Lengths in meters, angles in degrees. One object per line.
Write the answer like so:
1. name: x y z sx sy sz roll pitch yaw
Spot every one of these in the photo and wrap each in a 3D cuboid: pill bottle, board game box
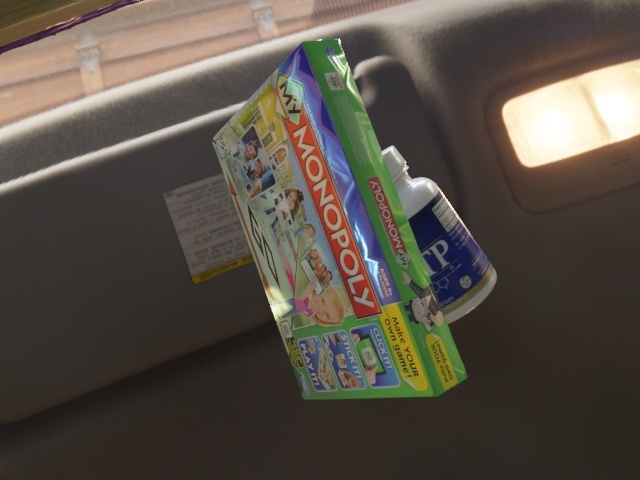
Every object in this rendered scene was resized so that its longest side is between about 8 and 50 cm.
1. pill bottle: 0.100 -0.005 0.617 0.112 0.112 0.187 -39 -83 -19
2. board game box: 0.000 0.000 0.553 0.046 0.213 0.317 -18 -95 -35

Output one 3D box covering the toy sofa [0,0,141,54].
1. toy sofa: -0.301 -0.329 0.671 0.362 0.177 0.150 -37 -85 -27
